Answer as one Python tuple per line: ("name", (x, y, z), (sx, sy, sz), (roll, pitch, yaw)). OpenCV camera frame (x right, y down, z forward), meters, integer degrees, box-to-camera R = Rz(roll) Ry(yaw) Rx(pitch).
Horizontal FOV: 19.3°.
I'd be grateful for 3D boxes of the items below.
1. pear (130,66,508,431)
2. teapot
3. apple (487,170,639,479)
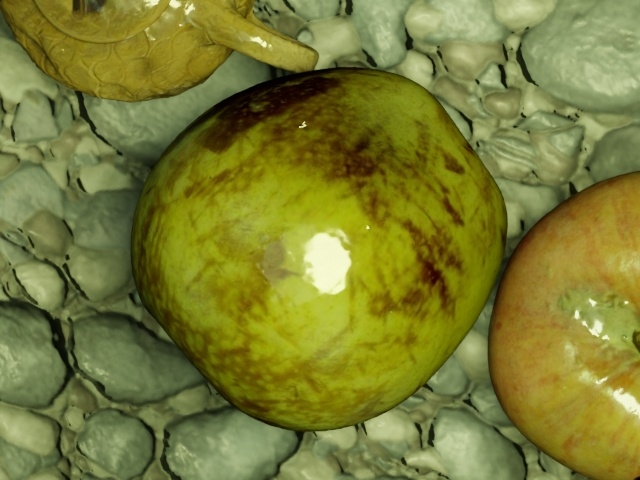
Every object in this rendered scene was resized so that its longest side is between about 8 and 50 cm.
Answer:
("pear", (0.000, 0.000, 1.377), (0.284, 0.283, 0.283), (1, 94, 11))
("teapot", (-0.144, -0.202, 1.441), (0.311, 0.167, 0.203), (30, 98, 7))
("apple", (0.252, 0.067, 1.374), (0.261, 0.194, 0.260), (1, 92, 12))
